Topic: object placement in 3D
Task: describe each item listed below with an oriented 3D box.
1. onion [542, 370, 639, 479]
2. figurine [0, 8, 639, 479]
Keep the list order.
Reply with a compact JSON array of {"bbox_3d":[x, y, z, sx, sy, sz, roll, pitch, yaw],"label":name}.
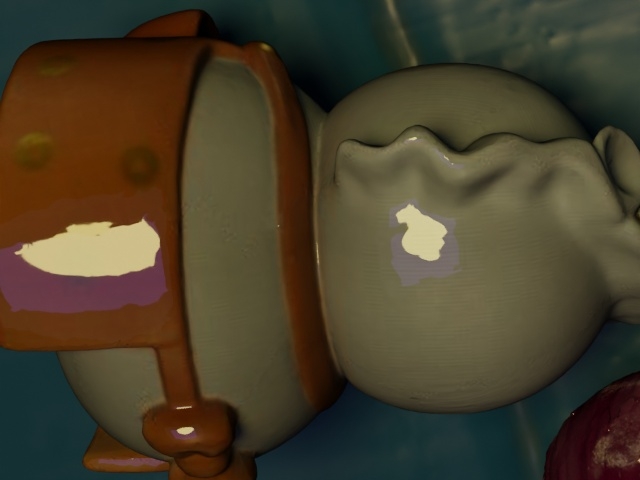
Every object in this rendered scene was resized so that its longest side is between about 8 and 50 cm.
[{"bbox_3d":[0.120,0.076,0.548,0.115,0.115,0.104,21,64,12],"label":"onion"},{"bbox_3d":[-0.004,0.009,0.546,0.271,0.143,0.143,13,107,16],"label":"figurine"}]
